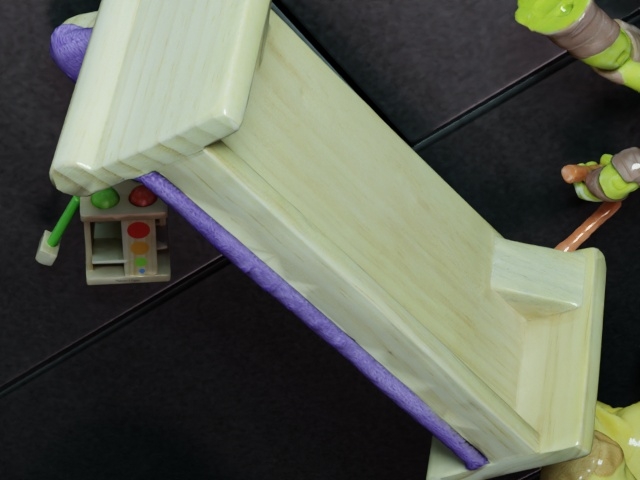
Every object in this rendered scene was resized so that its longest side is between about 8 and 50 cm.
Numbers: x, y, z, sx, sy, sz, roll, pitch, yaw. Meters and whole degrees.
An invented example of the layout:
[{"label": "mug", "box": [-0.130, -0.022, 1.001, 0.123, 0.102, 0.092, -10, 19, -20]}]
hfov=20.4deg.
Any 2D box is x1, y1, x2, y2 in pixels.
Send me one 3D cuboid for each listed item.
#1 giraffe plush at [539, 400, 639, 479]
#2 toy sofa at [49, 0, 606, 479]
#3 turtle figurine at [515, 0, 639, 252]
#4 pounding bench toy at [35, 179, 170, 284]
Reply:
[{"label": "giraffe plush", "box": [0.240, 0.130, 1.207, 0.170, 0.210, 0.181, -47, 159, 3]}, {"label": "toy sofa", "box": [0.000, 0.000, 1.020, 0.177, 0.150, 0.362, -19, 135, 33]}, {"label": "turtle figurine", "box": [0.209, -0.086, 1.040, 0.269, 0.087, 0.217, -33, 129, 22]}, {"label": "pounding bench toy", "box": [-0.135, -0.014, 1.086, 0.083, 0.052, 0.065, -3, 133, -5]}]
